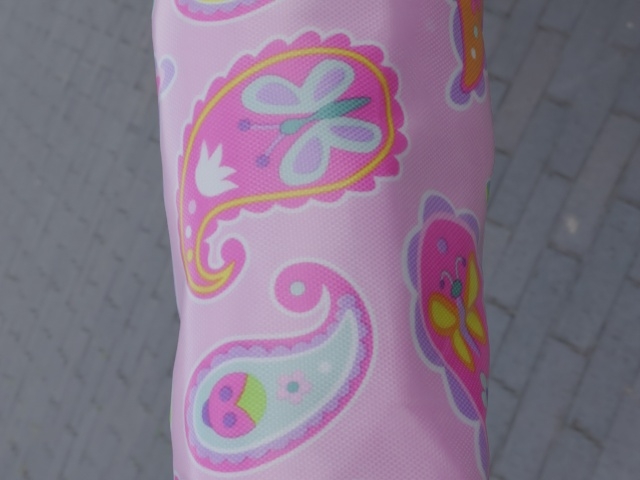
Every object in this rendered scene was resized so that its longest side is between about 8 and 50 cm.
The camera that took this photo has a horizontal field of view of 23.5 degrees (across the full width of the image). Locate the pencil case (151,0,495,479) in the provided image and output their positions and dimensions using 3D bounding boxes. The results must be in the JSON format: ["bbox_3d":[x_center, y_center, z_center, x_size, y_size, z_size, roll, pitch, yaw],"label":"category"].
[{"bbox_3d":[0.000,0.000,0.510,0.124,0.124,0.284,-19,70,61],"label":"pencil case"}]
